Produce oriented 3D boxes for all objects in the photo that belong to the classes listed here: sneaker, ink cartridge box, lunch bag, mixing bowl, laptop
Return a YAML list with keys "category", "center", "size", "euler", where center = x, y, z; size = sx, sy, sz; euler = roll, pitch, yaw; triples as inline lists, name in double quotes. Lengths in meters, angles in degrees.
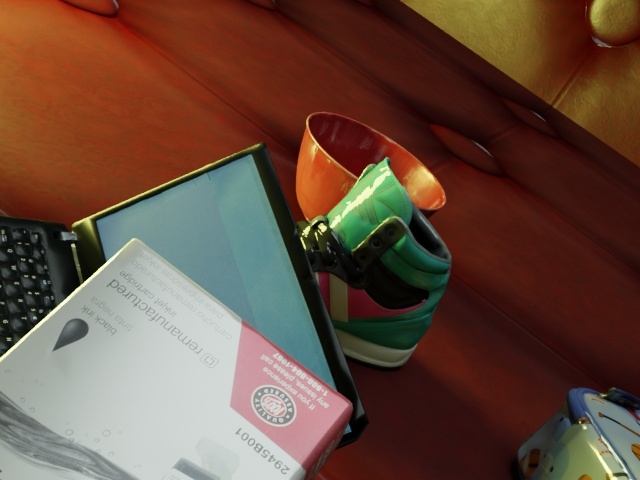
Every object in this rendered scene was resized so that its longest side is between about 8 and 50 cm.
- category: "sneaker"
  center: [0.000, 0.000, 0.900]
  size: [0.295, 0.178, 0.124]
  euler: [19, 27, -27]
- category: "ink cartridge box"
  center: [-0.111, 0.128, 0.513]
  size: [0.158, 0.092, 0.218]
  euler: [36, 57, 10]
- category: "lunch bag"
  center: [0.314, 0.262, 0.870]
  size: [0.243, 0.115, 0.303]
  euler: [23, 27, -26]
- category: "mixing bowl"
  center: [0.041, -0.055, 1.154]
  size: [0.181, 0.098, 0.181]
  euler: [26, 25, -14]
- category: "laptop"
  center: [-0.139, 0.046, 0.626]
  size: [0.264, 0.136, 0.234]
  euler: [9, 49, -42]

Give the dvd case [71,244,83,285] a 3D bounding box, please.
- category: "dvd case"
  center: [-0.251, 0.038, 0.708]
  size: [0.238, 0.030, 0.179]
  euler: [18, 28, -30]
